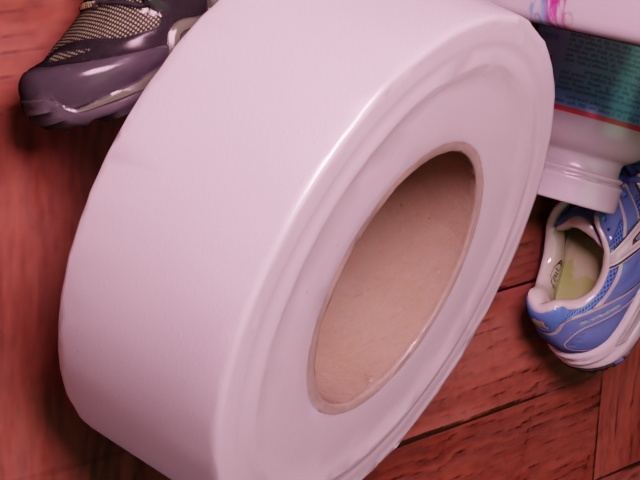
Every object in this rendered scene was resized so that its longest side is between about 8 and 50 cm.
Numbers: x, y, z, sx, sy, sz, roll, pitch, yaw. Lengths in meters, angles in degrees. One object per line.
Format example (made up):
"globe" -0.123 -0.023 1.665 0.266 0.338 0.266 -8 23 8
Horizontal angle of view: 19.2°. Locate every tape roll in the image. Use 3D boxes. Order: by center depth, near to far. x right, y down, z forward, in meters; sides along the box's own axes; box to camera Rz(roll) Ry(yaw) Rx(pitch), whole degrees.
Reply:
"tape roll" 0.000 0.000 0.939 0.286 0.100 0.286 -45 152 -33

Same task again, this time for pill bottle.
"pill bottle" 0.169 -0.101 1.152 0.087 0.087 0.160 12 95 -47

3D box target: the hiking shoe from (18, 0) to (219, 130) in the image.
"hiking shoe" -0.079 -0.149 0.901 0.227 0.086 0.114 -49 117 -28

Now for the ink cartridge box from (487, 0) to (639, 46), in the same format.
"ink cartridge box" 0.192 -0.211 0.977 0.131 0.306 0.226 -4 106 -44

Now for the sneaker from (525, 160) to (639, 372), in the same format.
"sneaker" 0.199 -0.020 1.217 0.081 0.080 0.211 33 78 -50
